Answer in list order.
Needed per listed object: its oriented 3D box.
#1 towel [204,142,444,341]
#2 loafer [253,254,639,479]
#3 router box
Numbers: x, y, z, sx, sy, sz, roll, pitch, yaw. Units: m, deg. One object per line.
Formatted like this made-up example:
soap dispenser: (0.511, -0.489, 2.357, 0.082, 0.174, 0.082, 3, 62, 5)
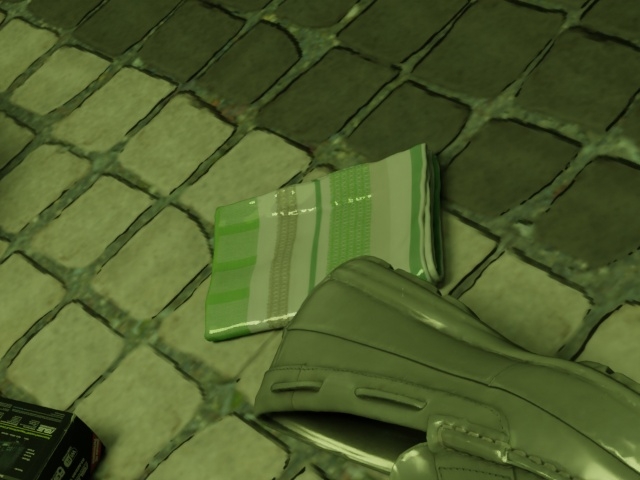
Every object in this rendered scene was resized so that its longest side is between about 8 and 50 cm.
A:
towel: (0.000, 0.000, 0.855, 0.152, 0.023, 0.113, -15, 44, 18)
loafer: (0.086, 0.106, 0.648, 0.111, 0.112, 0.319, -50, 37, -12)
router box: (-0.199, 0.140, 0.827, 0.122, 0.038, 0.092, 7, 54, 35)
